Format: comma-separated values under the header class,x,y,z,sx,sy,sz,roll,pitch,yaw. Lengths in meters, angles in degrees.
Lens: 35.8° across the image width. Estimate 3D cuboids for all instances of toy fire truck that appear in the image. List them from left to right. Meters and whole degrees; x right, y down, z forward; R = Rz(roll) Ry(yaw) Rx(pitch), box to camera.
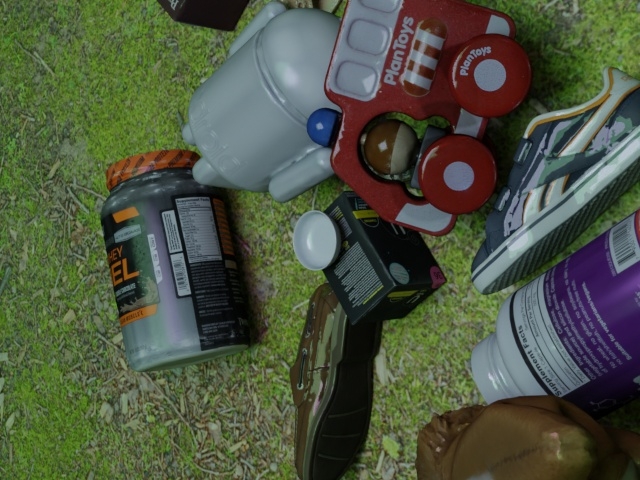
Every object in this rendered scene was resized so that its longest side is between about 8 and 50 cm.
class,x,y,z,sx,sy,sz,roll,pitch,yaw
toy fire truck,0.121,-0.172,1.264,0.253,0.169,0.302,19,105,6

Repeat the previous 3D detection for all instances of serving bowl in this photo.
class,x,y,z,sx,sy,sz,roll,pitch,yaw
serving bowl,0.000,0.000,1.375,0.083,0.027,0.083,1,91,43

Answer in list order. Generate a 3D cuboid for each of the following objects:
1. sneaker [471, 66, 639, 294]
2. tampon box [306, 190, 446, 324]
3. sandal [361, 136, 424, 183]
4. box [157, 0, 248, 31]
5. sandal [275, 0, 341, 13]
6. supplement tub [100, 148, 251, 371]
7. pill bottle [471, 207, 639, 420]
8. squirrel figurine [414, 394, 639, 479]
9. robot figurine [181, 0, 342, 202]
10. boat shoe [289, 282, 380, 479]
class,x,y,z,sx,sy,sz,roll,pitch,yaw
sneaker,0.289,-0.072,1.221,0.321,0.126,0.127,-45,67,21
tampon box,0.076,0.023,1.408,0.101,0.120,0.161,-45,63,34
sandal,0.114,-0.113,1.426,0.180,0.049,0.072,-7,92,26
box,-0.152,-0.551,1.585,0.191,0.143,0.381,49,122,29
sandal,-0.044,-0.357,1.531,0.088,0.079,0.240,51,122,28
supplement tub,-0.244,0.034,1.633,0.207,0.207,0.338,-21,77,39
pill bottle,0.333,0.096,1.146,0.323,0.181,0.182,-40,66,35
squirrel figurine,0.310,0.276,1.032,0.397,0.370,0.281,-169,78,-72
robot figurine,-0.056,-0.204,1.465,0.353,0.199,0.300,-36,66,36
boat shoe,0.011,0.217,1.490,0.104,0.110,0.308,15,92,44
